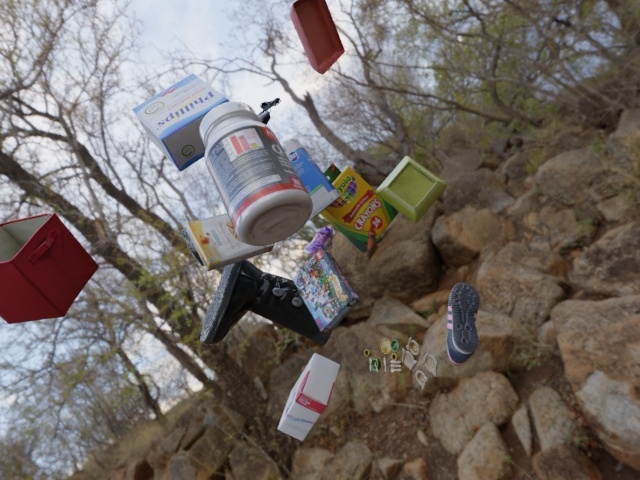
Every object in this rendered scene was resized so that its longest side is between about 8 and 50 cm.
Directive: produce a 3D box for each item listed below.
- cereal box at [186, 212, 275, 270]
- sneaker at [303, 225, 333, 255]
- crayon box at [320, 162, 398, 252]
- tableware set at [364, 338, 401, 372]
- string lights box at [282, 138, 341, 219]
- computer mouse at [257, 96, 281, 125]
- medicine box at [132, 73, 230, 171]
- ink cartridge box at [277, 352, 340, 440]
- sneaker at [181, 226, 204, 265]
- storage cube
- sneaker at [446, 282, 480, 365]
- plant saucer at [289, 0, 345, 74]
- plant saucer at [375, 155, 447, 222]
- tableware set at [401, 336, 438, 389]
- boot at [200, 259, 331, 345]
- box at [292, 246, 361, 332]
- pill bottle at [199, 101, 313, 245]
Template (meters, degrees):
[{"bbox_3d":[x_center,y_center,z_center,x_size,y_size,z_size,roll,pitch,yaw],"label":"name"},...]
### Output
[{"bbox_3d":[-0.292,-0.011,1.600,0.240,0.173,0.047,-19,-26,-33],"label":"cereal box"},{"bbox_3d":[0.000,0.000,2.092,0.236,0.095,0.104,-43,-29,-67],"label":"sneaker"},{"bbox_3d":[0.114,-0.133,1.848,0.202,0.318,0.081,-51,6,-19],"label":"crayon box"},{"bbox_3d":[0.194,0.361,1.537,0.024,0.104,0.154,9,-17,-34],"label":"tableware set"},{"bbox_3d":[-0.062,-0.215,1.712,0.133,0.259,0.077,-37,0,18],"label":"string lights box"},{"bbox_3d":[-0.285,-0.527,2.169,0.262,0.060,0.184,-62,28,-8],"label":"computer mouse"},{"bbox_3d":[-0.464,-0.418,1.706,0.263,0.289,0.149,-37,-41,-14],"label":"medicine box"},{"bbox_3d":[-0.051,0.665,2.075,0.306,0.131,0.226,-62,2,36],"label":"ink cartridge box"},{"bbox_3d":[-0.579,0.019,2.291,0.109,0.286,0.130,-19,-55,-8],"label":"sneaker"},{"bbox_3d":[-0.716,0.070,1.208,0.183,0.215,0.193,-78,-28,-49],"label":"storage cube"},{"bbox_3d":[0.484,0.288,1.707,0.319,0.112,0.131,-66,-10,-47],"label":"sneaker"},{"bbox_3d":[-0.016,-0.772,1.807,0.259,0.048,0.258,64,-143,-29],"label":"plant saucer"},{"bbox_3d":[0.324,-0.191,1.735,0.188,0.188,0.045,-49,-14,-8],"label":"plant saucer"},{"bbox_3d":[0.343,0.427,1.713,0.020,0.168,0.141,-12,-49,-31],"label":"tableware set"},{"bbox_3d":[-0.169,0.281,1.769,0.146,0.445,0.367,-39,29,48],"label":"boot"},{"bbox_3d":[0.014,0.157,1.578,0.044,0.233,0.159,18,-61,-45],"label":"box"},{"bbox_3d":[-0.183,-0.184,1.299,0.210,0.363,0.210,-23,-26,-12],"label":"pill bottle"}]
